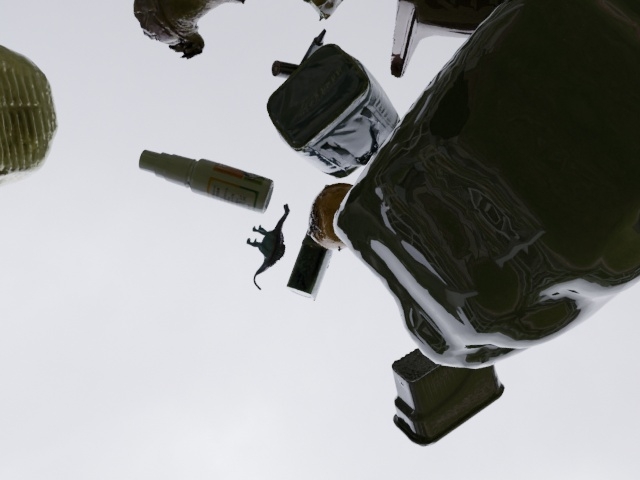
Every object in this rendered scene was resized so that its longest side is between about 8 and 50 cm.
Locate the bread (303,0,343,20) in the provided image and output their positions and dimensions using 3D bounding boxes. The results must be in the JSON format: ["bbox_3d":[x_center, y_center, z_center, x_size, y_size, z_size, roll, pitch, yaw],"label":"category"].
[{"bbox_3d":[0.063,-0.560,1.070,0.098,0.087,0.269,40,-80,-21],"label":"bread"}]

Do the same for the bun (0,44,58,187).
[{"bbox_3d":[-0.495,-0.168,0.783,0.145,0.229,0.229,3,-106,28],"label":"bun"}]

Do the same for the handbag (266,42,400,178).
[{"bbox_3d":[0.034,-0.304,1.338,0.263,0.241,0.222,-39,-118,12],"label":"handbag"}]

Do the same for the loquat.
[{"bbox_3d":[0.041,-0.047,1.129,0.141,0.141,0.141,1,-104,-5],"label":"loquat"}]

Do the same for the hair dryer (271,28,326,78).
[{"bbox_3d":[-0.012,-0.493,1.480,0.173,0.195,0.050,-4,-109,-40],"label":"hair dryer"}]

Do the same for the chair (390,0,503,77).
[{"bbox_3d":[0.158,-0.297,0.529,0.175,0.326,0.183,2,-91,7],"label":"chair"}]

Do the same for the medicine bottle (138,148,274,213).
[{"bbox_3d":[-0.187,-0.108,0.923,0.220,0.092,0.061,17,-71,1],"label":"medicine bottle"}]

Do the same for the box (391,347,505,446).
[{"bbox_3d":[0.285,0.329,1.289,0.274,0.138,0.178,-27,-66,-18],"label":"box"}]

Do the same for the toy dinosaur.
[{"bbox_3d":[-0.113,0.009,1.177,0.080,0.045,0.197,23,-81,17],"label":"toy dinosaur"}]

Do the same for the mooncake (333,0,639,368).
[{"bbox_3d":[0.193,-0.049,0.444,0.351,0.351,0.187,-35,-111,-12],"label":"mooncake"}]

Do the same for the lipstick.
[{"bbox_3d":[0.000,0.000,1.380,0.077,0.076,0.290,16,-107,16],"label":"lipstick"}]

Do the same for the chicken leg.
[{"bbox_3d":[-0.310,-0.539,1.294,0.361,0.211,0.140,12,-145,34],"label":"chicken leg"}]
